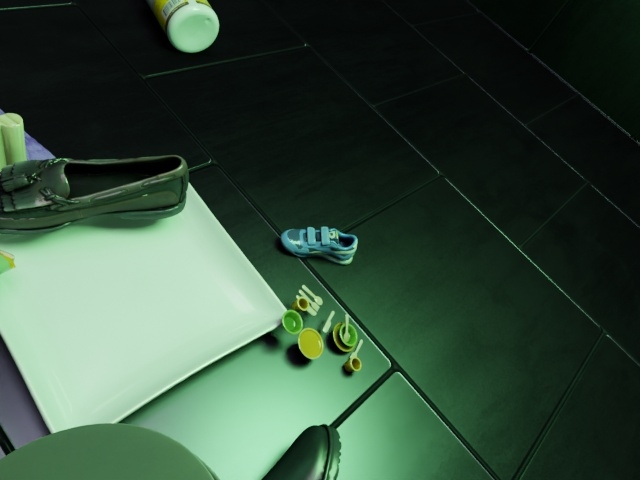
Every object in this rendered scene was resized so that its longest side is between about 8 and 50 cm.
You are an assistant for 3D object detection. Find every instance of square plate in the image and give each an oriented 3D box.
[{"bbox_3d":[-0.275,0.059,0.715,0.344,0.049,0.347,-26,69,-39],"label":"square plate"}]

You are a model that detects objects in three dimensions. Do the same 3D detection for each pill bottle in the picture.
[{"bbox_3d":[-0.320,-0.531,1.117,0.117,0.117,0.215,-14,62,-35],"label":"pill bottle"}]

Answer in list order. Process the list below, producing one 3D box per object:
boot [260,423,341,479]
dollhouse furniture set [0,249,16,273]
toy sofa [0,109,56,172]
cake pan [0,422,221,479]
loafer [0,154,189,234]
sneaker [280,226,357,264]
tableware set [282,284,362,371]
[{"bbox_3d":[-0.100,0.296,0.581,0.207,0.094,0.246,29,53,-8],"label":"boot"},{"bbox_3d":[-0.442,-0.008,0.591,0.152,0.058,0.076,23,12,-10],"label":"dollhouse furniture set"},{"bbox_3d":[-0.562,-0.222,0.725,0.362,0.150,0.177,43,49,10],"label":"toy sofa"},{"bbox_3d":[-0.209,0.285,0.434,0.293,0.054,0.293,8,36,-6],"label":"cake pan"},{"bbox_3d":[-0.335,-0.082,0.698,0.302,0.095,0.109,-7,57,-30],"label":"loafer"},{"bbox_3d":[0.000,0.000,0.894,0.144,0.059,0.053,10,53,-19],"label":"sneaker"},{"bbox_3d":[0.009,0.145,0.777,0.154,0.024,0.104,46,45,-13],"label":"tableware set"}]
